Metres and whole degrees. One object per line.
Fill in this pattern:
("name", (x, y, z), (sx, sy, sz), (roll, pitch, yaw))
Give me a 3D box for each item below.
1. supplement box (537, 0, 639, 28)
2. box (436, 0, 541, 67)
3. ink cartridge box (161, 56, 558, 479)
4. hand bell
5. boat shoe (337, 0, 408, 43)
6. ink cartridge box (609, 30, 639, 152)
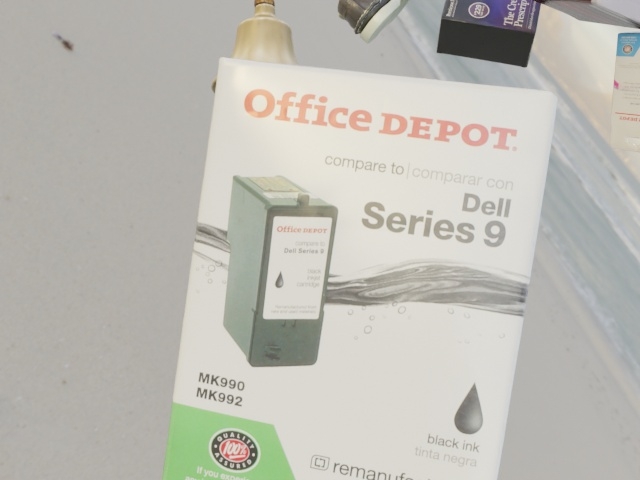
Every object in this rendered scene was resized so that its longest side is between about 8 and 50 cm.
("supplement box", (0.441, -0.398, 1.093), (0.130, 0.073, 0.239), (15, 18, -18))
("box", (0.351, -0.491, 1.378), (0.103, 0.184, 0.261), (78, 26, -61))
("ink cartridge box", (0.024, 0.037, 0.462), (0.211, 0.289, 0.121), (8, 4, 9))
("hand bell", (-0.068, -0.300, 0.845), (0.126, 0.126, 0.242), (12, 77, -56))
("boat shoe", (0.086, -0.356, 1.010), (0.068, 0.081, 0.228), (39, 32, -4))
("ink cartridge box", (0.518, -0.231, 1.063), (0.061, 0.181, 0.104), (-13, 21, -29))
